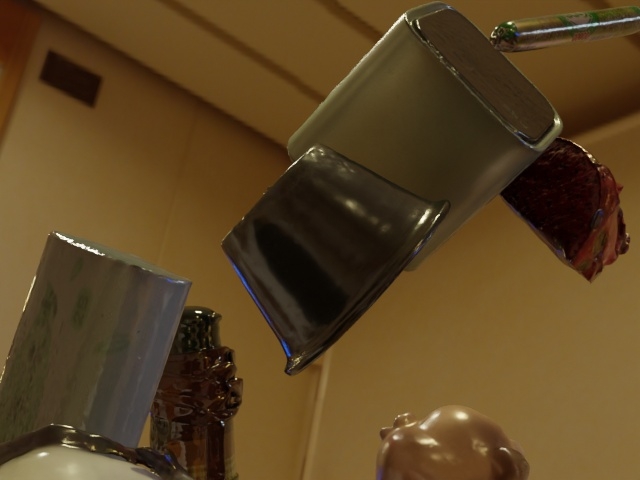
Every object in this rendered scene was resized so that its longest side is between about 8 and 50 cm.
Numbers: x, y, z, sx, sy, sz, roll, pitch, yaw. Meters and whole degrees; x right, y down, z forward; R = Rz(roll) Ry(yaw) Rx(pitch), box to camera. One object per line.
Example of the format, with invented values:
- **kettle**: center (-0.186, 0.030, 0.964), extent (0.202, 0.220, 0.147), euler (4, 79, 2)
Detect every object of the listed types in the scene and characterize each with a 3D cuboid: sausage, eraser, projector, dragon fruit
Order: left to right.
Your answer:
- **eraser**: center (-0.197, 0.118, 0.853), extent (0.081, 0.226, 0.174), euler (18, -1, -42)
- **projector**: center (0.143, -0.143, 1.428), extent (0.248, 0.248, 0.249), euler (46, -63, 3)
- **sausage**: center (0.256, -0.215, 1.077), extent (0.269, 0.032, 0.033), euler (-16, -5, -41)
- **dragon fruit**: center (0.364, -0.037, 1.502), extent (0.134, 0.262, 0.211), euler (-41, -47, 5)

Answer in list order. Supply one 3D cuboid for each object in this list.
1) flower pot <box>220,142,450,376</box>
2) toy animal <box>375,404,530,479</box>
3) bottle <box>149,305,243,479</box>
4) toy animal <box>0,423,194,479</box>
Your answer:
- **flower pot**: center (0.000, 0.000, 1.055), extent (0.148, 0.235, 0.235), euler (44, -32, -2)
- **toy animal**: center (0.180, 0.384, 1.436), extent (0.269, 0.326, 0.237), euler (-32, -15, 3)
- **bottle**: center (-0.188, 0.230, 1.536), extent (0.156, 0.271, 0.143), euler (-1, 1, 15)
- **toy animal**: center (-0.135, 0.235, 0.478), extent (0.183, 0.310, 0.247), euler (-44, -66, 13)
